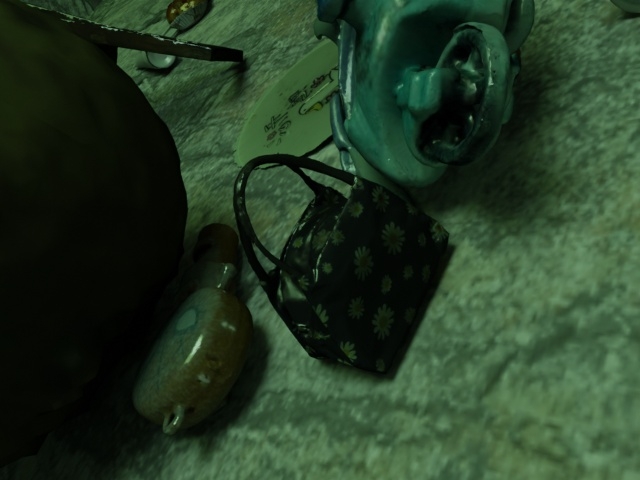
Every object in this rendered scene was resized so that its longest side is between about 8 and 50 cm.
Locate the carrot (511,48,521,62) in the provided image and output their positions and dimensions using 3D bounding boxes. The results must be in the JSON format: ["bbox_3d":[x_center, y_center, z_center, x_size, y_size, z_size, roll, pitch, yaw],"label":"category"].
[{"bbox_3d":[0.103,-0.154,0.523,0.139,0.048,0.048,6,57,49],"label":"carrot"}]

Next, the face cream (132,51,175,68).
[{"bbox_3d":[-0.339,-0.383,1.218,0.092,0.058,0.244,-49,28,-2],"label":"face cream"}]

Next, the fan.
[{"bbox_3d":[0.060,-0.217,0.664,0.415,0.012,0.233,-37,35,12],"label":"fan"}]

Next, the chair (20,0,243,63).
[{"bbox_3d":[-0.351,-0.207,0.885,0.203,0.416,0.240,-64,-12,-73],"label":"chair"}]

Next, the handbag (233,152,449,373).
[{"bbox_3d":[0.000,0.000,0.373,0.072,0.139,0.115,-4,50,54],"label":"handbag"}]

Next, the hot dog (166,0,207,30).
[{"bbox_3d":[-0.289,-0.522,1.317,0.108,0.059,0.191,-27,34,14],"label":"hot dog"}]

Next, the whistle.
[{"bbox_3d":[-0.093,0.062,0.475,0.107,0.057,0.220,-42,27,25],"label":"whistle"}]

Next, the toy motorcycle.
[{"bbox_3d":[0.062,-0.148,0.433,0.206,0.154,0.260,134,137,-63],"label":"toy motorcycle"}]

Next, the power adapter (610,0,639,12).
[{"bbox_3d":[0.244,-0.227,0.390,0.125,0.130,0.204,-1,52,44],"label":"power adapter"}]

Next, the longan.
[{"bbox_3d":[-0.295,-0.001,0.474,0.391,0.391,0.391,-27,37,22],"label":"longan"}]
